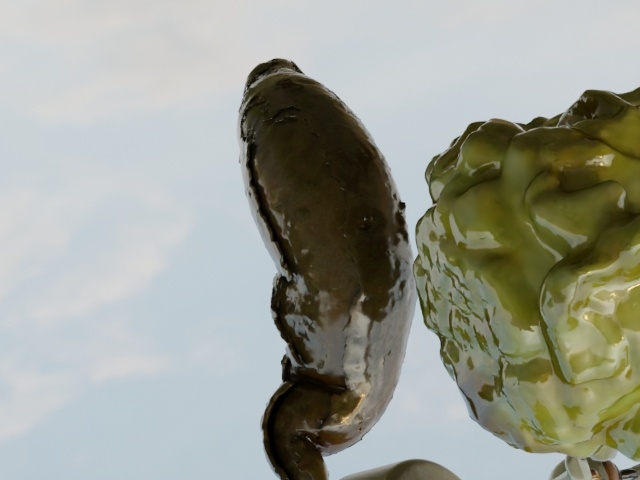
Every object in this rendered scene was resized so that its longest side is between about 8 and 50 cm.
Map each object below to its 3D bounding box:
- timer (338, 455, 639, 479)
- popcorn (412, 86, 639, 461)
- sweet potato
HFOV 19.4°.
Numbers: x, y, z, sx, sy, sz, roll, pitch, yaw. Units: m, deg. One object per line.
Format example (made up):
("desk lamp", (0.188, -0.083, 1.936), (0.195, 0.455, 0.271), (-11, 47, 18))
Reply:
("timer", (0.145, 0.229, 1.523), (0.266, 0.175, 0.175), (-31, -172, 35))
("popcorn", (0.151, 0.028, 0.993), (0.181, 0.217, 0.235), (-19, -172, -12))
("sweet potato", (0.002, 0.001, 1.123), (0.098, 0.310, 0.124), (6, 152, -30))
